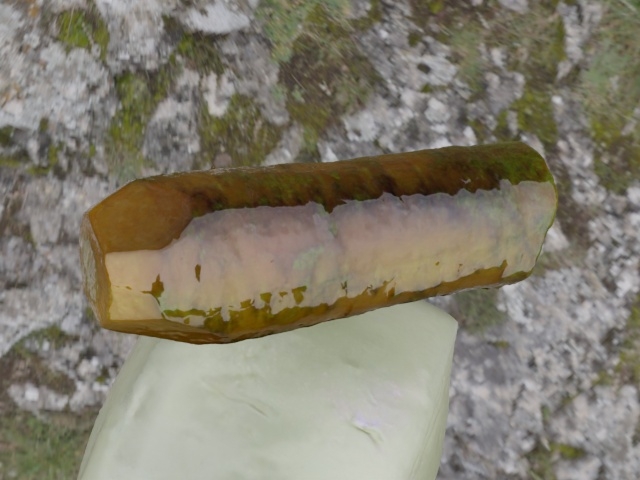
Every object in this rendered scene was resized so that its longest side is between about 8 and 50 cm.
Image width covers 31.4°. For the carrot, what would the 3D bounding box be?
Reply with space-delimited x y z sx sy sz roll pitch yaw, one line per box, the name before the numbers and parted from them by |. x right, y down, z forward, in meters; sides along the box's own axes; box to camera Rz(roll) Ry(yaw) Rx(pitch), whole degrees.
carrot | 0.000 0.000 0.740 0.302 0.114 0.114 -7 110 -18

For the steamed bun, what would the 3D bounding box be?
steamed bun | -0.055 0.219 1.263 0.371 0.290 0.456 23 68 8
